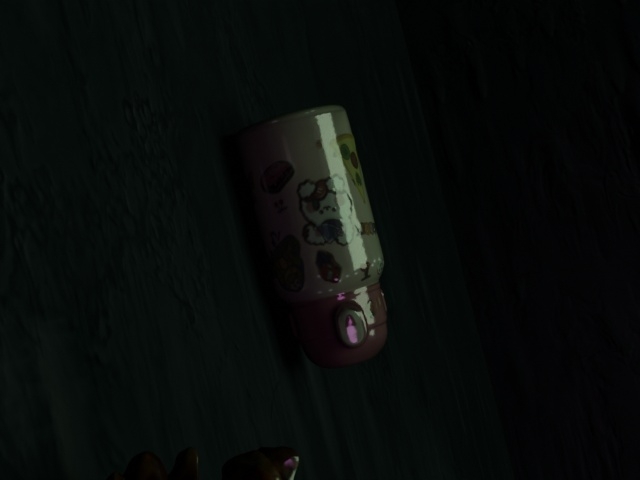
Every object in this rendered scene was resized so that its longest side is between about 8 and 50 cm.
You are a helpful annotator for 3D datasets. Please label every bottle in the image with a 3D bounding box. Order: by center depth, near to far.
[{"bbox_3d":[0.000,0.000,1.258,0.120,0.120,0.253,-16,91,-76],"label":"bottle"}]

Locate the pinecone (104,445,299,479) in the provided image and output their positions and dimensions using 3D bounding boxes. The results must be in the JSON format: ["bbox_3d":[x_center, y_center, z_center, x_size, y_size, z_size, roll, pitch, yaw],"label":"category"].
[{"bbox_3d":[-0.053,0.213,0.699,0.229,0.201,0.203,-133,-137,-53],"label":"pinecone"}]
